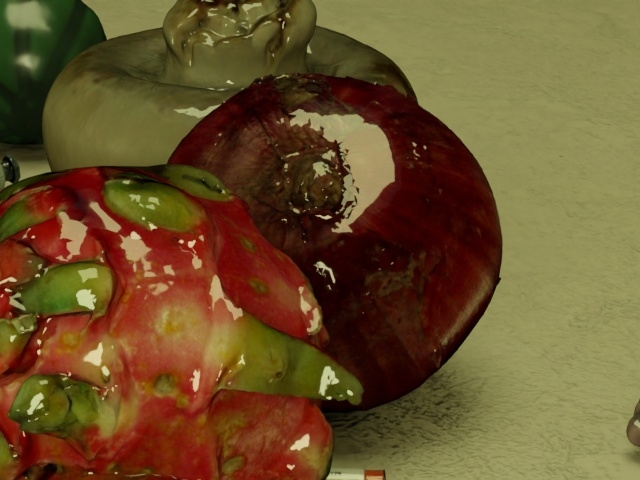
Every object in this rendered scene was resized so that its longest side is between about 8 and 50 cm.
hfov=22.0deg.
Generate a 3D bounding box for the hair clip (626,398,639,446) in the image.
[{"bbox_3d":[0.337,0.166,1.156,0.173,0.069,0.300,-2,12,-14],"label":"hair clip"}]

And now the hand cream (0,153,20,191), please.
[{"bbox_3d":[-0.394,-0.049,1.653,0.194,0.042,0.067,-19,31,-34],"label":"hand cream"}]

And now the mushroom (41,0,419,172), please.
[{"bbox_3d":[-0.081,-0.132,1.552,0.362,0.294,0.362,3,22,-1],"label":"mushroom"}]

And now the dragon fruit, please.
[{"bbox_3d":[-0.109,0.081,1.023,0.303,0.237,0.231,35,21,-54],"label":"dragon fruit"}]

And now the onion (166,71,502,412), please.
[{"bbox_3d":[0.000,0.000,1.273,0.276,0.276,0.276,2,22,-1],"label":"onion"}]

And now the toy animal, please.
[{"bbox_3d":[-0.404,-0.195,1.827,0.338,0.216,0.191,7,49,1],"label":"toy animal"}]

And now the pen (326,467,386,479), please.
[{"bbox_3d":[-0.072,0.170,1.161,0.239,0.028,0.028,3,22,-2],"label":"pen"}]
